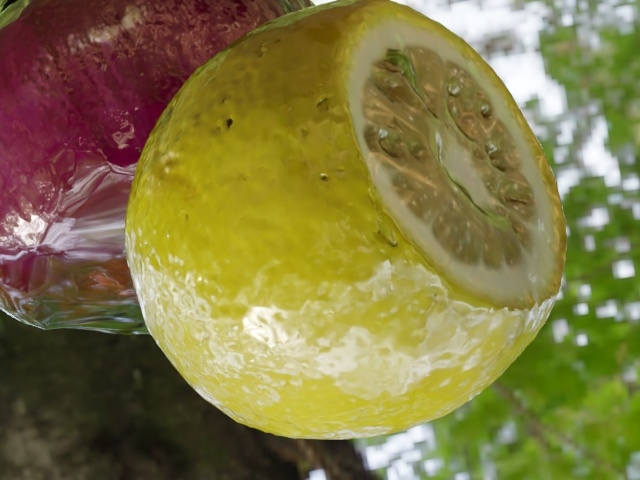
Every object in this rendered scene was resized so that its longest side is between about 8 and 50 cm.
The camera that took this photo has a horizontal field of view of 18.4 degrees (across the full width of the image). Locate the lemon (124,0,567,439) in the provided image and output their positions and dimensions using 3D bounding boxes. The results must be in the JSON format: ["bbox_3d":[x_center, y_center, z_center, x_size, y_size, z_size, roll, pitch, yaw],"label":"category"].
[{"bbox_3d":[0.000,0.000,1.090,0.219,0.240,0.240,-32,-174,35],"label":"lemon"}]

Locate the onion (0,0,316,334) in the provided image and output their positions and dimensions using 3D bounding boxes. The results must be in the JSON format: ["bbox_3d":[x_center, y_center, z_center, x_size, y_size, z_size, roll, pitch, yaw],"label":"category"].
[{"bbox_3d":[-0.162,-0.116,1.521,0.348,0.348,0.385,-22,-115,-28],"label":"onion"}]
